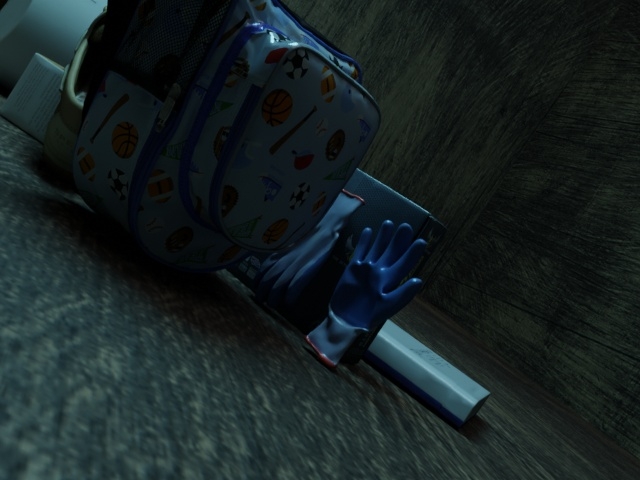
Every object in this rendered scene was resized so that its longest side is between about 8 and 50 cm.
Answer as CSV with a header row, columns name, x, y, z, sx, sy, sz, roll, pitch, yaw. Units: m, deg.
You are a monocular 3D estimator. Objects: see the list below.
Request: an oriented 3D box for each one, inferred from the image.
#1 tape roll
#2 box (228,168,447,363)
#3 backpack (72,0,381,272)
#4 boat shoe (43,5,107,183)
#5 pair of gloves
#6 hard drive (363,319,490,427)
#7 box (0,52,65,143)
name,x,y,z,sx,sy,sz,roll,pitch,yaw
tape roll,-0.450,-0.351,1.062,0.246,0.246,0.169,35,2,30
box,0.000,0.000,0.784,0.232,0.183,0.059,36,3,31
backpack,-0.089,-0.097,0.647,0.213,0.263,0.276,42,12,33
boat shoe,-0.218,-0.209,0.791,0.121,0.110,0.341,17,45,-14
pair of gloves,0.010,0.026,0.700,0.198,0.159,0.023,38,-2,41
hard drive,0.073,0.126,0.908,0.318,0.040,0.210,35,3,20
box,-0.293,-0.146,0.883,0.170,0.091,0.130,33,3,3
